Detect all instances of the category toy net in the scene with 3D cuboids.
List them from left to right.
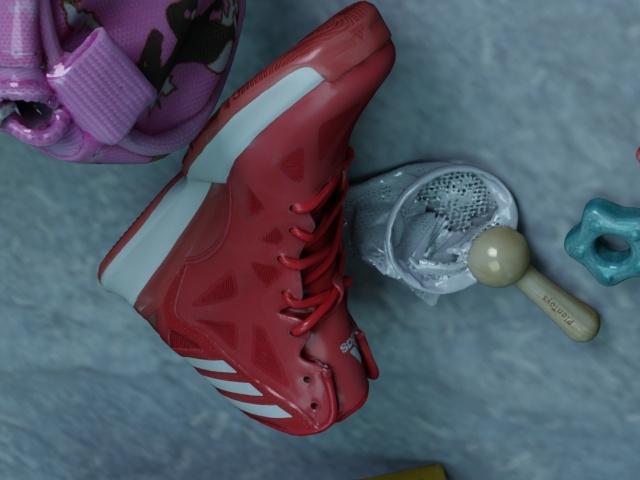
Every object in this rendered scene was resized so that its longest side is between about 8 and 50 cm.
[{"bbox_3d":[0.107,0.005,0.831,0.232,0.045,0.122,11,130,15],"label":"toy net"}]

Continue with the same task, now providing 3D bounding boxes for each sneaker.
[{"bbox_3d":[0.000,0.000,0.834,0.128,0.087,0.221,47,144,2],"label":"sneaker"}]

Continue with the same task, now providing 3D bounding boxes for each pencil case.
[{"bbox_3d":[-0.226,-0.122,0.788,0.386,0.167,0.160,6,99,22],"label":"pencil case"}]

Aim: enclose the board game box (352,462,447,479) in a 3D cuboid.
[{"bbox_3d":[-0.036,0.273,1.018,0.242,0.064,0.317,-11,126,-4],"label":"board game box"}]
